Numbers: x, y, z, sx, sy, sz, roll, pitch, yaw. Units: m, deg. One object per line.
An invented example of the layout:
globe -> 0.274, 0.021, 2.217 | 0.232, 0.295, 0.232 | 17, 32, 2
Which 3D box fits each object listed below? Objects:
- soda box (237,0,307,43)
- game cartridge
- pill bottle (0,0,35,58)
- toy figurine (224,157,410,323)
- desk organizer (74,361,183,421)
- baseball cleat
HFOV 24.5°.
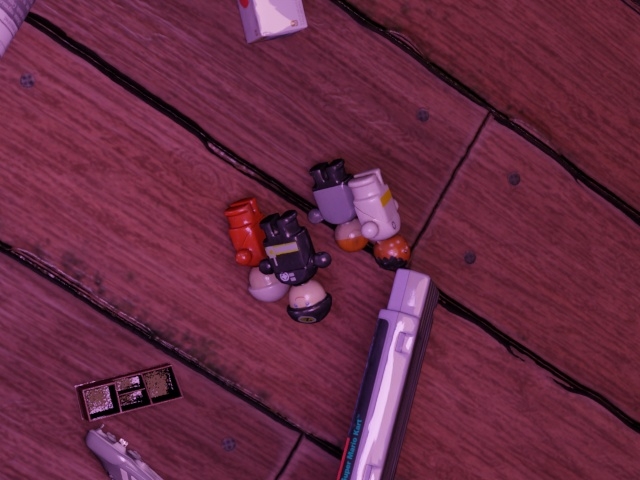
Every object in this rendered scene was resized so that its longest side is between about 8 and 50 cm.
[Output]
soda box -> -0.083, -0.377, 1.968 | 0.069, 0.074, 0.216 | -15, 94, -18
game cartridge -> 0.084, 0.220, 1.940 | 0.068, 0.230, 0.355 | 13, 84, 14
pill bottle -> -0.459, -0.294, 1.772 | 0.204, 0.204, 0.361 | 32, 79, -16
toy figurine -> 0.000, 0.000, 1.923 | 0.210, 0.213, 0.148 | -26, 107, -20
desk organizer -> -0.248, 0.197, 1.918 | 0.130, 0.050, 0.047 | -13, 94, -18
baseball cleat -> -0.242, 0.336, 1.909 | 0.206, 0.072, 0.109 | 41, 84, -10
